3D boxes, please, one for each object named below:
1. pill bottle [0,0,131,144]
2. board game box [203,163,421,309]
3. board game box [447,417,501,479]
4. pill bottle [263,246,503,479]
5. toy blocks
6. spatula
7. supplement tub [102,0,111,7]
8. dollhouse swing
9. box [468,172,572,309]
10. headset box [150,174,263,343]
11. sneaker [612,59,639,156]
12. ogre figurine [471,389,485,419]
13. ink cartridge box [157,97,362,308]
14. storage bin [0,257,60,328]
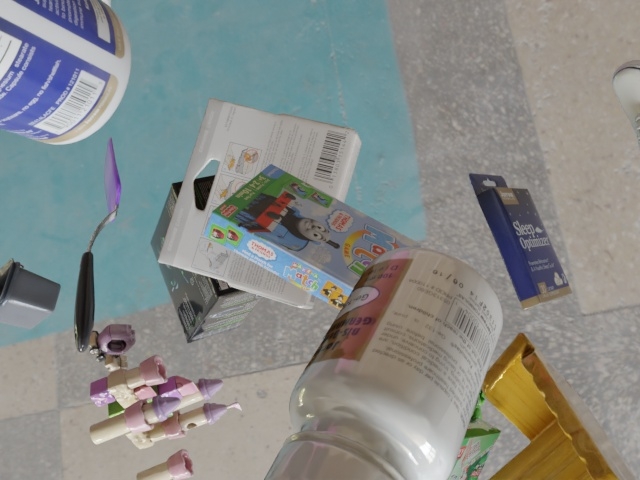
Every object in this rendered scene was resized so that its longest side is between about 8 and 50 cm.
[{"bbox_3d":[-0.296,-0.182,0.521,0.153,0.265,0.153,-3,82,23],"label":"pill bottle"},{"bbox_3d":[0.000,0.000,0.718,0.212,0.160,0.039,29,120,4],"label":"board game box"},{"bbox_3d":[0.157,0.362,0.915,0.046,0.317,0.213,26,91,32],"label":"board game box"},{"bbox_3d":[0.050,0.122,0.495,0.131,0.131,0.229,7,41,28],"label":"pill bottle"},{"bbox_3d":[-0.353,0.351,1.477,0.260,0.288,0.308,-22,42,-2],"label":"toy blocks"},{"bbox_3d":[-0.272,0.002,0.782,0.084,0.031,0.296,123,152,-47],"label":"spatula"},{"bbox_3d":[-0.442,-0.291,0.755,0.228,0.228,0.316,35,60,28],"label":"supplement tub"},{"bbox_3d":[0.312,0.400,0.959,0.305,0.315,0.346,-38,32,15],"label":"dollhouse swing"},{"bbox_3d":[0.313,-0.009,1.000,0.037,0.137,0.225,-30,74,37],"label":"box"},{"bbox_3d":[-0.227,0.045,1.288,0.246,0.131,0.283,65,148,17],"label":"headset box"},{"bbox_3d":[0.550,-0.170,1.025,0.258,0.091,0.094,55,147,-2],"label":"sneaker"},{"bbox_3d":[0.257,0.375,1.206,0.097,0.118,0.197,43,110,22],"label":"ogre figurine"},{"bbox_3d":[-0.098,-0.065,1.055,0.261,0.066,0.296,16,86,13],"label":"ink cartridge box"},{"bbox_3d":[-0.503,0.094,1.074,0.135,0.091,0.098,-28,47,40],"label":"storage bin"}]
